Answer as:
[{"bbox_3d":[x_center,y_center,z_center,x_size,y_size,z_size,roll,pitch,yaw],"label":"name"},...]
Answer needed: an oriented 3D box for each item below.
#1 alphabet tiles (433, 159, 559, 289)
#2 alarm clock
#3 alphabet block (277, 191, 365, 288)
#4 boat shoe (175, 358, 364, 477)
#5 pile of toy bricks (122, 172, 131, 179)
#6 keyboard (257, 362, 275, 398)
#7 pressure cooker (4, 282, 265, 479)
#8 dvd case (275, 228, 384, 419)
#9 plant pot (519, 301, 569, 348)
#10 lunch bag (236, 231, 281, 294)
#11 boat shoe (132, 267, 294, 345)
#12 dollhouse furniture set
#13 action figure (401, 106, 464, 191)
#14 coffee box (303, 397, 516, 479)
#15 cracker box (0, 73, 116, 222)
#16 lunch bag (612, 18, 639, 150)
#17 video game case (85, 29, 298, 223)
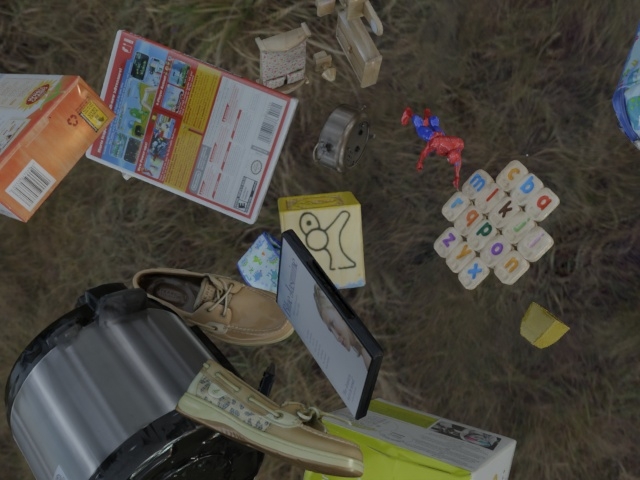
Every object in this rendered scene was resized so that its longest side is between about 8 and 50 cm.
[{"bbox_3d":[0.386,-0.034,1.596,0.278,0.021,0.284,-49,42,16],"label":"alphabet tiles"},{"bbox_3d":[0.039,-0.190,1.387,0.064,0.192,0.129,27,124,24],"label":"alarm clock"},{"bbox_3d":[0.000,0.000,1.714,0.192,0.193,0.197,-5,103,-5],"label":"alphabet block"},{"bbox_3d":[-0.064,0.228,0.930,0.285,0.105,0.089,13,67,29],"label":"boat shoe"},{"bbox_3d":[-0.537,-0.270,1.956,0.105,0.118,0.212,-38,42,0],"label":"pile of toy bricks"},{"bbox_3d":[-0.162,0.433,1.560,0.033,0.201,0.317,19,93,-4],"label":"keyboard"},{"bbox_3d":[-0.343,0.300,1.269,0.370,0.375,0.420,-46,55,-5],"label":"pressure cooker"},{"bbox_3d":[0.005,0.126,1.079,0.253,0.022,0.180,53,152,32],"label":"dvd case"},{"bbox_3d":[0.532,0.212,1.729,0.083,0.081,0.081,-55,44,8],"label":"plant pot"},{"bbox_3d":[-0.137,0.072,1.897,0.151,0.096,0.129,46,109,12],"label":"lunch bag"},{"bbox_3d":[-0.214,0.129,1.436,0.340,0.110,0.122,8,68,13],"label":"boat shoe"},{"bbox_3d":[-0.040,-0.448,1.808,0.355,0.303,0.174,-22,72,-12],"label":"dollhouse furniture set"},{"bbox_3d":[0.268,-0.215,1.716,0.091,0.280,0.139,0,115,-12],"label":"action figure"},{"bbox_3d":[0.171,0.552,1.489,0.338,0.334,0.338,13,92,28],"label":"coffee box"},{"bbox_3d":[-0.357,-0.114,0.821,0.232,0.067,0.156,15,63,43],"label":"cracker box"},{"bbox_3d":[0.454,-0.188,0.877,0.176,0.090,0.219,34,66,-25],"label":"lunch bag"},{"bbox_3d":[-0.198,-0.169,1.081,0.285,0.025,0.204,22,108,2],"label":"video game case"}]
